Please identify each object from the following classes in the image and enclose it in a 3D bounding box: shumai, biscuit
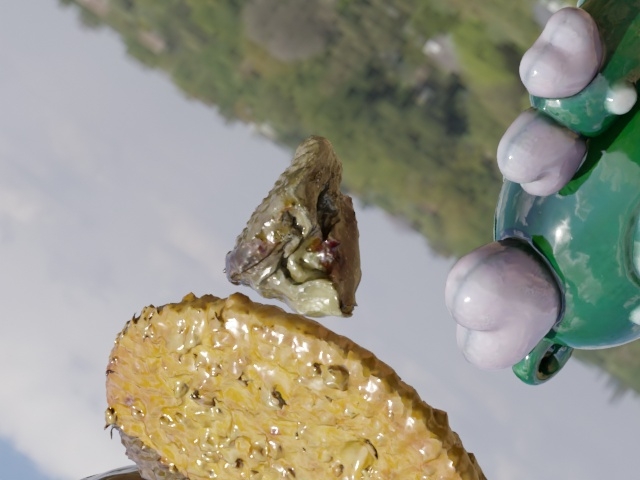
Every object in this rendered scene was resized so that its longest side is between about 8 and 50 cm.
[{"bbox_3d":[-0.009,-0.002,1.340,0.105,0.123,0.139,42,156,-16],"label":"shumai"},{"bbox_3d":[-0.014,0.129,1.022,0.254,0.035,0.254,22,141,19],"label":"biscuit"}]

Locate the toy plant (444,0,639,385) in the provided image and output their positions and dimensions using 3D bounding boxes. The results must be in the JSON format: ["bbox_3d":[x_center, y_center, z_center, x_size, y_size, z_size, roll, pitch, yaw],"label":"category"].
[{"bbox_3d":[0.152,-0.035,0.882,0.232,0.243,0.112,-18,-137,-40],"label":"toy plant"}]

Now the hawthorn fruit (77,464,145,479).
[{"bbox_3d":[-0.120,0.333,1.642,0.308,0.324,0.308,162,90,-77],"label":"hawthorn fruit"}]
